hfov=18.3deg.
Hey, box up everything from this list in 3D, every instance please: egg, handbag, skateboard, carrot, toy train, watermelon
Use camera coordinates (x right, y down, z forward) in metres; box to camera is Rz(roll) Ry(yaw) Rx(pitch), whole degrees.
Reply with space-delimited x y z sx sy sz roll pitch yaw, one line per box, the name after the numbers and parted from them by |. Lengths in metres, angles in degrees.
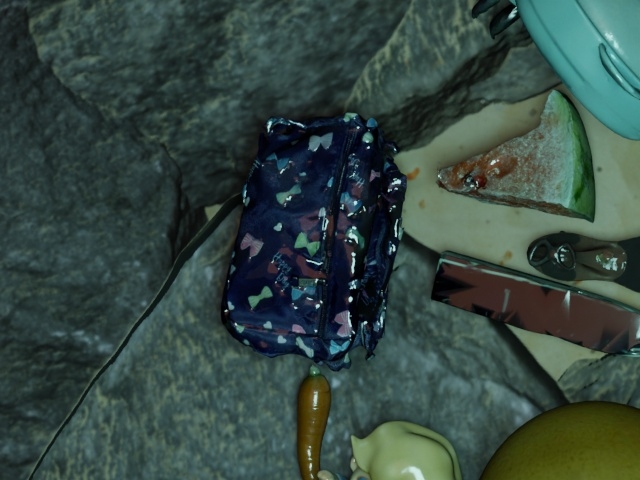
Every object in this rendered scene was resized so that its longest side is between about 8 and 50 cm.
0.261 0.301 1.820 0.250 0.250 0.322 -17 53 15 | egg
0.000 0.000 2.038 0.162 0.113 0.260 7 85 25 | handbag
0.273 0.020 1.962 0.151 0.080 0.067 5 89 21 | skateboard
-0.008 0.198 2.052 0.035 0.035 0.142 2 90 18 | carrot
0.236 0.069 1.985 0.252 0.048 0.055 17 98 16 | toy train
0.213 -0.050 1.989 0.158 0.098 0.121 -32 59 6 | watermelon

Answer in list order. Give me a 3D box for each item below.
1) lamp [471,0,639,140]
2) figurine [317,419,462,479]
0.266 -0.213 1.940 0.147 0.209 0.284 -53 49 8 | lamp
0.048 0.257 1.990 0.196 0.108 0.114 -30 70 17 | figurine
